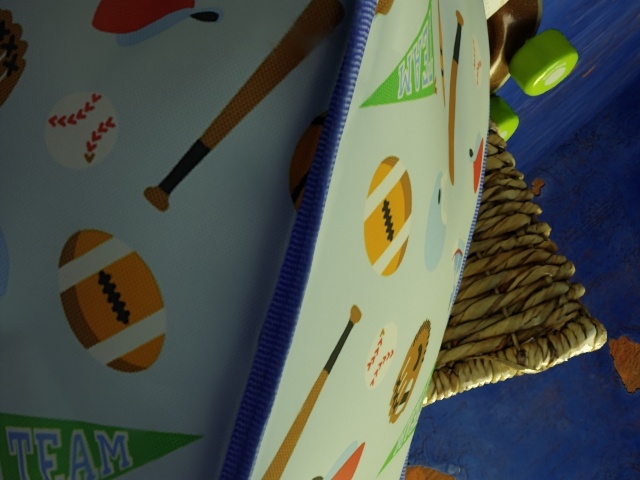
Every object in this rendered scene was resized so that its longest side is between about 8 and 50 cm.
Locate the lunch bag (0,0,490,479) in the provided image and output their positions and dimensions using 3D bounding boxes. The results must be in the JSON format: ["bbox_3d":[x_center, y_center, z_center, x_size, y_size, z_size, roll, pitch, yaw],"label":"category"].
[{"bbox_3d":[-0.043,-0.048,0.603,0.328,0.239,0.385,5,104,-75],"label":"lunch bag"}]

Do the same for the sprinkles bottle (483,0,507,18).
[{"bbox_3d":[0.125,-0.237,0.832,0.355,0.121,0.121,-42,171,-3],"label":"sprinkles bottle"}]

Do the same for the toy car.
[{"bbox_3d":[0.074,-0.150,0.959,0.188,0.155,0.149,-17,154,-49],"label":"toy car"}]

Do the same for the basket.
[{"bbox_3d":[0.022,0.069,0.916,0.299,0.223,0.213,-18,149,-8],"label":"basket"}]
